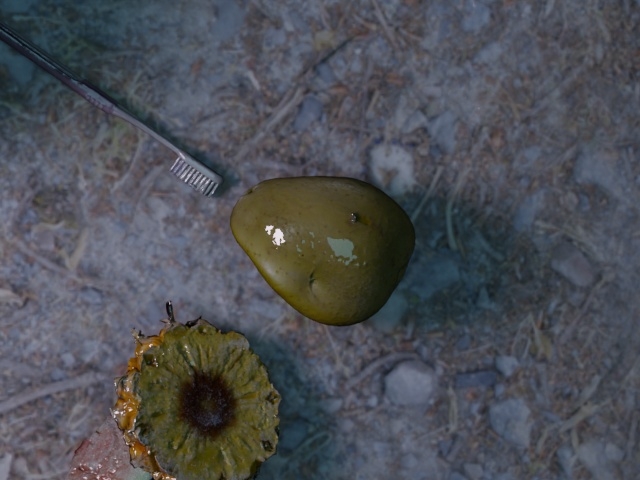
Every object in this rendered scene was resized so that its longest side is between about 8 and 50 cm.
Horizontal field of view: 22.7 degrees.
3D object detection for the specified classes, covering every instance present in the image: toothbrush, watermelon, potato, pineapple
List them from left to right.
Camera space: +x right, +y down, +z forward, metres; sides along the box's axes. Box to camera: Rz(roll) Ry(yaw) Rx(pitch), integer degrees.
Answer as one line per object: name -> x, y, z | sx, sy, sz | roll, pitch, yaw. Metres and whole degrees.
toothbrush -> -0.251, -0.155, 1.674 | 0.354, 0.024, 0.029 | 35, 95, -12
watermelon -> -0.194, 0.217, 1.691 | 0.094, 0.081, 0.180 | 41, 66, 11
pineapple -> -0.126, 0.169, 1.665 | 0.221, 0.047, 0.221 | 13, 69, -36
potato -> 0.000, 0.000, 1.685 | 0.194, 0.157, 0.157 | 25, 88, 1
